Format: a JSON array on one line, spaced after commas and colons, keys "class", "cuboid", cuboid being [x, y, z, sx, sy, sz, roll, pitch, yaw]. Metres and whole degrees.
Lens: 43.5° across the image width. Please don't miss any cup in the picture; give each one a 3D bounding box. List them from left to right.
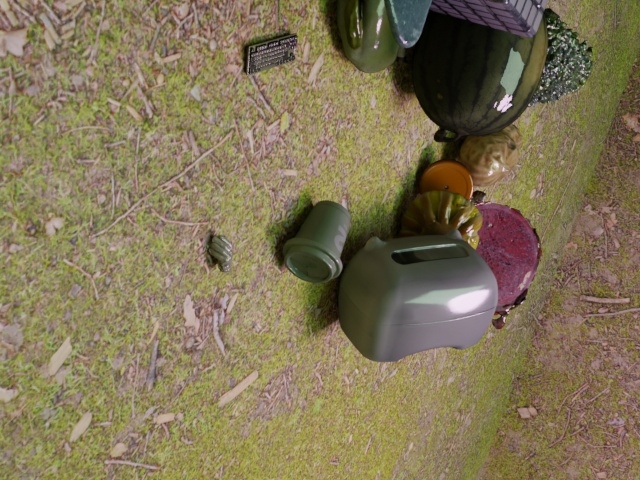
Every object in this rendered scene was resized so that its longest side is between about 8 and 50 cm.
[{"class": "cup", "cuboid": [0.000, 0.000, 1.544, 0.120, 0.120, 0.141, 73, 32, -47]}]

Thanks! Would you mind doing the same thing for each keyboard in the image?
[{"class": "keyboard", "cuboid": [-0.079, -0.306, 1.314, 0.129, 0.015, 0.049, -32, 133, -49]}]

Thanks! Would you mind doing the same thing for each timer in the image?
[{"class": "timer", "cuboid": [0.318, -0.154, 2.006, 0.152, 0.132, 0.132, -62, 160, -67]}]

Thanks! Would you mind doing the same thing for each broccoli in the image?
[{"class": "broccoli", "cuboid": [0.491, -0.475, 2.007, 0.375, 0.302, 0.249, 16, 116, -34]}]

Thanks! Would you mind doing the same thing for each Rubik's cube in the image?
[{"class": "Rubik's cube", "cuboid": [0.299, -0.529, 1.458, 0.238, 0.237, 0.236, 0, 109, -64]}]

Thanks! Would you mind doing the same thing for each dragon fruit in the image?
[{"class": "dragon fruit", "cuboid": [0.408, 0.063, 2.156, 0.263, 0.296, 0.314, 137, -24, -77]}]

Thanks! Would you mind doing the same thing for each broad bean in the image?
[{"class": "broad bean", "cuboid": [0.100, -0.398, 1.486, 0.228, 0.100, 0.169, 3, 111, -62]}]

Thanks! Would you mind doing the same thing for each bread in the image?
[{"class": "bread", "cuboid": [0.282, -0.017, 1.918, 0.104, 0.213, 0.213, -58, 155, -61]}]

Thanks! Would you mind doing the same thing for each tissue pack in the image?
[{"class": "tissue pack", "cuboid": [0.216, 0.112, 1.760, 0.333, 0.229, 0.236, -6, 122, -24]}]

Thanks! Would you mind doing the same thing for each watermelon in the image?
[{"class": "watermelon", "cuboid": [0.335, -0.378, 1.714, 0.279, 0.279, 0.359, 15, 91, -61]}]

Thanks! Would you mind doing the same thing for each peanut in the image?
[{"class": "peanut", "cuboid": [0.452, -0.239, 2.111, 0.325, 0.153, 0.140, -41, 129, -54]}]

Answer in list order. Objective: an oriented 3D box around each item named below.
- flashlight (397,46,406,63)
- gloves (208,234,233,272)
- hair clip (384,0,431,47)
[{"class": "flashlight", "cuboid": [0.169, -0.411, 1.673, 0.018, 0.018, 0.083, -45, 142, -41]}, {"class": "gloves", "cuboid": [-0.163, 0.023, 1.352, 0.044, 0.037, 0.081, -93, 167, -47]}, {"class": "hair clip", "cuboid": [0.074, -0.547, 1.205, 0.318, 0.238, 0.392, -54, 147, -29]}]
